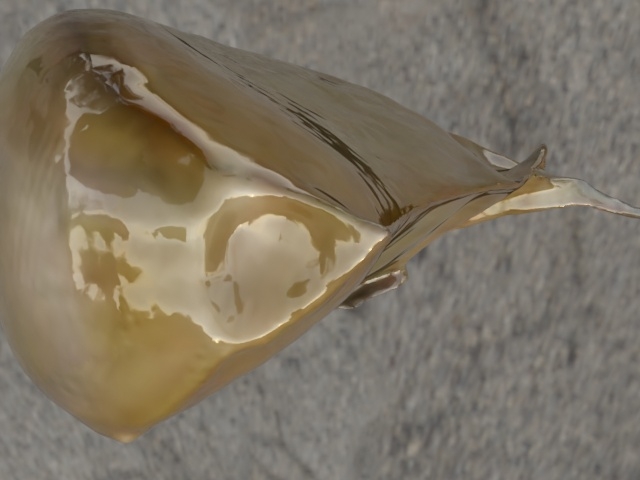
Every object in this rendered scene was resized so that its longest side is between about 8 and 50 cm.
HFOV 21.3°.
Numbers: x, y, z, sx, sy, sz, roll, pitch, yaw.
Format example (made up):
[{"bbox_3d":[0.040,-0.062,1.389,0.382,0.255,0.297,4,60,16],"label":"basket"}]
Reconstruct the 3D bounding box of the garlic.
[{"bbox_3d":[-0.008,-0.003,0.674,0.196,0.338,0.151,11,96,24],"label":"garlic"}]
